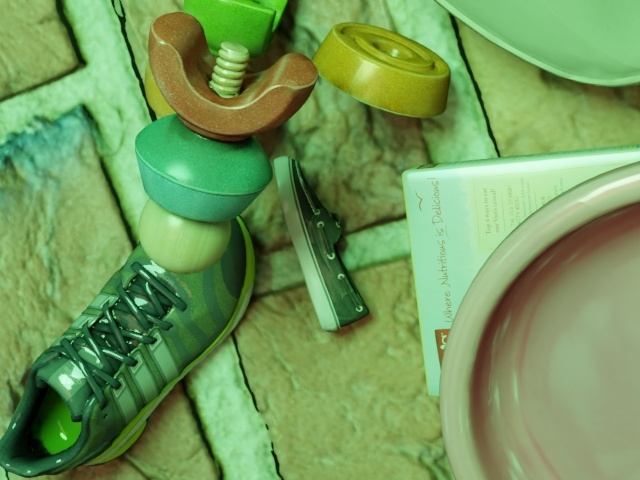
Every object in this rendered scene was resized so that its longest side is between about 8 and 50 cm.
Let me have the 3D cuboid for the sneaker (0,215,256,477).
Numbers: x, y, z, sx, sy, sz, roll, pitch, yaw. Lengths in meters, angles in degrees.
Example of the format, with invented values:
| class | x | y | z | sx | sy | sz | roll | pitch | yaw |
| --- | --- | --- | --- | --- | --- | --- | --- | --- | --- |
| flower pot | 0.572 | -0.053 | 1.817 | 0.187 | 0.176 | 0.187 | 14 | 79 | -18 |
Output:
| class | x | y | z | sx | sy | sz | roll | pitch | yaw |
| --- | --- | --- | --- | --- | --- | --- | --- | --- | --- |
| sneaker | -0.158 | 0.088 | 0.758 | 0.111 | 0.121 | 0.300 | 37 | 109 | 10 |

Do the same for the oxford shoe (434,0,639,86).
| class | x | y | z | sx | sy | sz | roll | pitch | yaw |
| --- | --- | --- | --- | --- | --- | --- | --- | --- | --- |
| oxford shoe | 0.065 | -0.264 | 0.536 | 0.169 | 0.130 | 0.449 | -39 | 99 | 14 |

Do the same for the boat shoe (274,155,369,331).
| class | x | y | z | sx | sy | sz | roll | pitch | yaw |
| --- | --- | --- | --- | --- | --- | --- | --- | --- | --- |
| boat shoe | 0.000 | 0.000 | 0.731 | 0.040 | 0.049 | 0.142 | -17 | 95 | 3 |

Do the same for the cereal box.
| class | x | y | z | sx | sy | sz | roll | pitch | yaw |
| --- | --- | --- | --- | --- | --- | --- | --- | --- | --- |
| cereal box | 0.185 | 0.022 | 0.662 | 0.240 | 0.047 | 0.173 | -3 | 101 | 21 |

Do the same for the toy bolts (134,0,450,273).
| class | x | y | z | sx | sy | sz | roll | pitch | yaw |
| --- | --- | --- | --- | --- | --- | --- | --- | --- | --- |
| toy bolts | -0.039 | -0.069 | 0.647 | 0.218 | 0.228 | 0.159 | 22 | 118 | 1 |

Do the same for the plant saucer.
| class | x | y | z | sx | sy | sz | roll | pitch | yaw |
| --- | --- | --- | --- | --- | --- | --- | --- | --- | --- |
| plant saucer | 0.244 | 0.102 | 0.589 | 0.332 | 0.084 | 0.332 | 6 | 109 | 18 |
